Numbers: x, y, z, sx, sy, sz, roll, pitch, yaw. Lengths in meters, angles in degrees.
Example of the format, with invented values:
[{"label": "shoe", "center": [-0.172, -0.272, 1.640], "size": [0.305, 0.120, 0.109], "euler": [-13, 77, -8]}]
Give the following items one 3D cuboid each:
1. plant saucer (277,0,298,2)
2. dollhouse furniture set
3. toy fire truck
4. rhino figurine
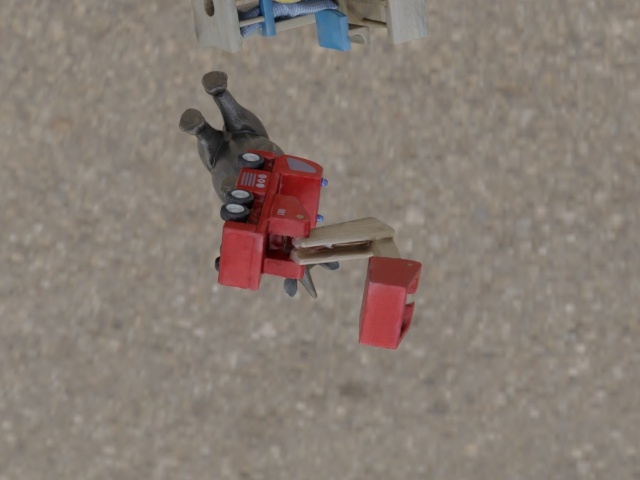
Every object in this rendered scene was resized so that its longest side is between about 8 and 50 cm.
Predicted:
[{"label": "plant saucer", "center": [-0.126, -0.371, 1.399], "size": [0.333, 0.081, 0.332], "euler": [31, 154, 14]}, {"label": "dollhouse furniture set", "center": [-0.017, -0.236, 1.629], "size": [0.129, 0.184, 0.129], "euler": [-18, 110, -29]}, {"label": "toy fire truck", "center": [0.000, 0.000, 1.250], "size": [0.135, 0.192, 0.047], "euler": [8, 116, 2]}, {"label": "rhino figurine", "center": [-0.050, -0.038, 1.679], "size": [0.073, 0.243, 0.106], "euler": [-31, 144, 0]}]
